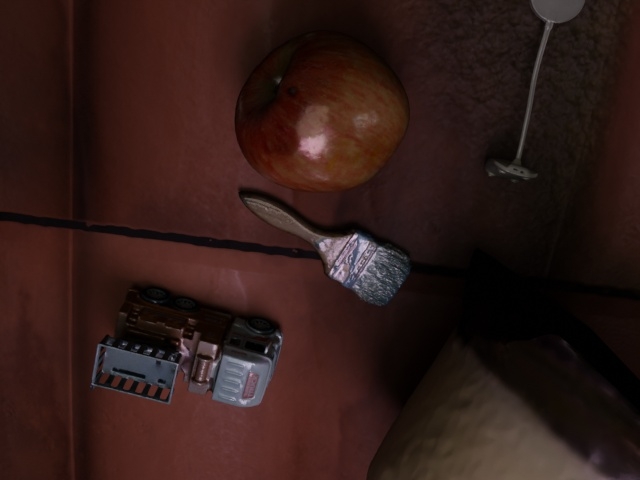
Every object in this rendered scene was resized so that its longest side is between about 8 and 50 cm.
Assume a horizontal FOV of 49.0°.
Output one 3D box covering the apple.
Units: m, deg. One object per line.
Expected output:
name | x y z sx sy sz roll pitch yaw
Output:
apple | 0.003 -0.111 0.625 0.131 0.146 0.146 29 112 -37

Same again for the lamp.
lamp | 0.199 -0.152 0.660 0.050 0.056 0.198 12 100 0

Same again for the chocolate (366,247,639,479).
chocolate | 0.184 0.228 0.628 0.297 0.314 0.326 -45 104 7

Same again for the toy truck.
toy truck | -0.133 0.121 0.732 0.178 0.115 0.080 14 110 -4

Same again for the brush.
brush | 0.000 0.000 0.731 0.196 0.021 0.070 31 110 -5
